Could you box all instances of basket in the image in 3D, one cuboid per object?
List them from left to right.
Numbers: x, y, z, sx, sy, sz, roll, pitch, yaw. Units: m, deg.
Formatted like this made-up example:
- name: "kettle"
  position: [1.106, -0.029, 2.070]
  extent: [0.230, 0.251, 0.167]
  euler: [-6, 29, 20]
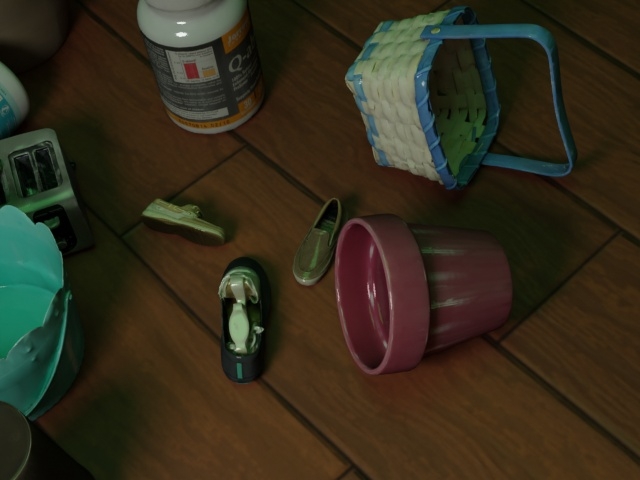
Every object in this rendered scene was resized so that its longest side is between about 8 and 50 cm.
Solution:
- name: "basket"
  position: [-0.357, 0.289, 1.364]
  extent: [0.154, 0.227, 0.204]
  euler: [12, 55, 16]
- name: "basket"
  position: [0.198, -0.198, 1.645]
  extent: [0.288, 0.255, 0.201]
  euler: [13, 53, 30]

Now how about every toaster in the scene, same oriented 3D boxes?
- name: "toaster"
  position: [-0.425, -0.058, 1.709]
  extent: [0.168, 0.110, 0.186]
  euler: [-18, 53, -7]

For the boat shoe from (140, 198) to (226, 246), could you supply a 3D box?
- name: "boat shoe"
  position: [-0.189, -0.030, 1.694]
  extent: [0.135, 0.050, 0.045]
  euler: [17, 63, 19]

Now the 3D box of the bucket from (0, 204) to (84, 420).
- name: "bucket"
  position: [-0.442, 0.106, 1.542]
  extent: [0.281, 0.183, 0.281]
  euler: [-4, 53, 5]

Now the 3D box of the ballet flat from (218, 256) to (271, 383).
- name: "ballet flat"
  position: [-0.102, 0.090, 1.581]
  extent: [0.074, 0.074, 0.203]
  euler: [-5, 52, 4]

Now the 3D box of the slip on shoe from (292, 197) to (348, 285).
- name: "slip on shoe"
  position: [0.000, 0.000, 1.652]
  extent: [0.051, 0.041, 0.135]
  euler: [20, 58, 21]

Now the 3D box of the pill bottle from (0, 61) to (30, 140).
- name: "pill bottle"
  position: [-0.563, -0.152, 1.775]
  extent: [0.146, 0.146, 0.264]
  euler: [22, 59, 22]

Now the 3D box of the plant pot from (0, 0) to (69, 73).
- name: "plant pot"
  position: [-0.529, -0.423, 1.891]
  extent: [0.323, 0.280, 0.323]
  euler: [-3, 53, 4]

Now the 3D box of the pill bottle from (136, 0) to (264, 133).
- name: "pill bottle"
  position: [-0.178, -0.300, 1.754]
  extent: [0.162, 0.278, 0.162]
  euler: [-4, 54, 5]

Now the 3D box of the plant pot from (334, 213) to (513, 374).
- name: "plant pot"
  position: [0.133, 0.059, 1.508]
  extent: [0.180, 0.201, 0.201]
  euler: [-7, 51, -18]
